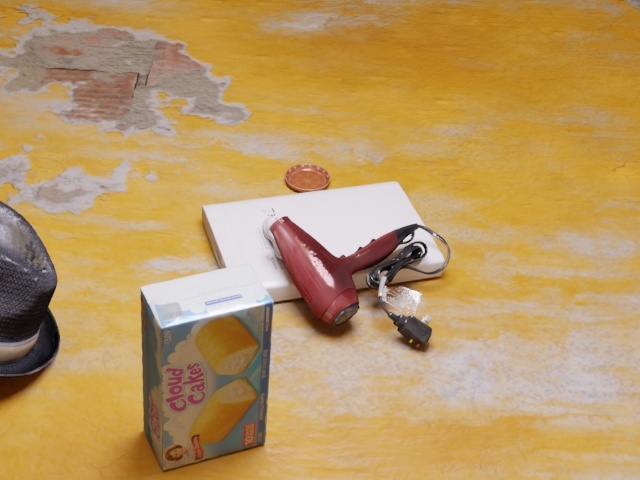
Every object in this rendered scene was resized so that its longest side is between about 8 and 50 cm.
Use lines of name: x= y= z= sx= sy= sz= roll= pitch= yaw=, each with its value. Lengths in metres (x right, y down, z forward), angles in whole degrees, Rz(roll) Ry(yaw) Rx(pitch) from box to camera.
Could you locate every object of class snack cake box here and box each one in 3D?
snack cake box: x=-0.152 y=0.169 z=1.552 sx=0.152 sy=0.264 sz=0.089 roll=-13 pitch=42 yaw=-22

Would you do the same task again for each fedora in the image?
fedora: x=-0.493 y=0.037 z=1.672 sx=0.334 sy=0.152 sz=0.334 roll=31 pitch=22 yaw=-14

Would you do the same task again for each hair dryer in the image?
hair dryer: x=0.052 y=0.044 z=1.854 sx=0.293 sy=0.080 sz=0.224 roll=22 pitch=48 yaw=-8

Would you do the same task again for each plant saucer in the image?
plant saucer: x=-0.024 y=-0.111 z=2.132 sx=0.083 sy=0.013 sz=0.083 roll=2 pitch=38 yaw=-2

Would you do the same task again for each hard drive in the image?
hard drive: x=0.000 y=0.000 z=1.965 sx=0.353 sy=0.047 sz=0.233 roll=-8 pitch=40 yaw=-16

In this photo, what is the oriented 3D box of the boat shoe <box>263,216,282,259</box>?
boat shoe: x=-0.069 y=-0.012 z=1.905 sx=0.035 sy=0.035 sz=0.100 roll=-7 pitch=40 yaw=-14
